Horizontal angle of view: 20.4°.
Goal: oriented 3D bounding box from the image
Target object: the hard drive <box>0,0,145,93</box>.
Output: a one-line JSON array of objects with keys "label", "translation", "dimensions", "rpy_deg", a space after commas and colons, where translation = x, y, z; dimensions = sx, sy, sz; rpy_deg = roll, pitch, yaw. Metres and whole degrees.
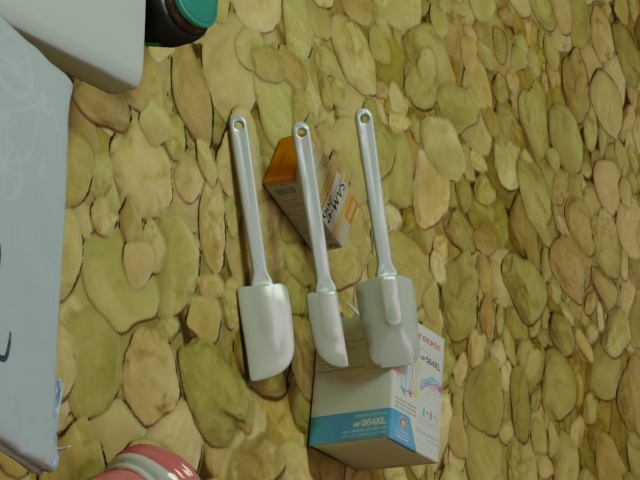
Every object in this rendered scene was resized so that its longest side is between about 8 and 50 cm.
[{"label": "hard drive", "translation": [-0.238, -0.251, 1.310], "dimensions": [0.307, 0.040, 0.203], "rpy_deg": [25, 60, -53]}]

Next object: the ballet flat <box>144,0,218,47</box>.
[{"label": "ballet flat", "translation": [-0.128, -0.287, 1.501], "dimensions": [0.095, 0.096, 0.280], "rpy_deg": [36, 53, -43]}]

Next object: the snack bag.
[{"label": "snack bag", "translation": [-0.261, -0.052, 1.114], "dimensions": [0.342, 0.037, 0.323], "rpy_deg": [41, 40, -52]}]

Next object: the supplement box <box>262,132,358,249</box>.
[{"label": "supplement box", "translation": [-0.008, -0.045, 1.674], "dimensions": [0.098, 0.036, 0.062], "rpy_deg": [54, 41, -35]}]

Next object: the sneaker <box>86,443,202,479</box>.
[{"label": "sneaker", "translation": [-0.128, 0.318, 1.335], "dimensions": [0.136, 0.116, 0.313], "rpy_deg": [-22, 93, -47]}]

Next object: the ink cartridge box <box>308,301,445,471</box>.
[{"label": "ink cartridge box", "translation": [0.054, 0.133, 1.669], "dimensions": [0.092, 0.090, 0.143], "rpy_deg": [33, 55, -49]}]

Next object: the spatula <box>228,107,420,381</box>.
[{"label": "spatula", "translation": [0.000, 0.000, 1.611], "dimensions": [0.168, 0.019, 0.242], "rpy_deg": [-5, 80, -15]}]
